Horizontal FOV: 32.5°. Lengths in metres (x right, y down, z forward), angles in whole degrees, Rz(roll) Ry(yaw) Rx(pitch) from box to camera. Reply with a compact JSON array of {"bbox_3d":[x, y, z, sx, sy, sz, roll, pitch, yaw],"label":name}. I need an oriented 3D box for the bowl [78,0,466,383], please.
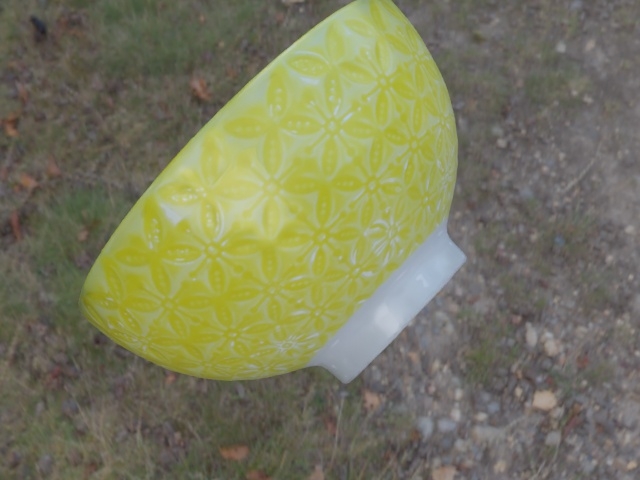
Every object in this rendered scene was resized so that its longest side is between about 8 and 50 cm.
[{"bbox_3d":[0.000,0.000,0.716,0.156,0.289,0.289,44,67,5],"label":"bowl"}]
